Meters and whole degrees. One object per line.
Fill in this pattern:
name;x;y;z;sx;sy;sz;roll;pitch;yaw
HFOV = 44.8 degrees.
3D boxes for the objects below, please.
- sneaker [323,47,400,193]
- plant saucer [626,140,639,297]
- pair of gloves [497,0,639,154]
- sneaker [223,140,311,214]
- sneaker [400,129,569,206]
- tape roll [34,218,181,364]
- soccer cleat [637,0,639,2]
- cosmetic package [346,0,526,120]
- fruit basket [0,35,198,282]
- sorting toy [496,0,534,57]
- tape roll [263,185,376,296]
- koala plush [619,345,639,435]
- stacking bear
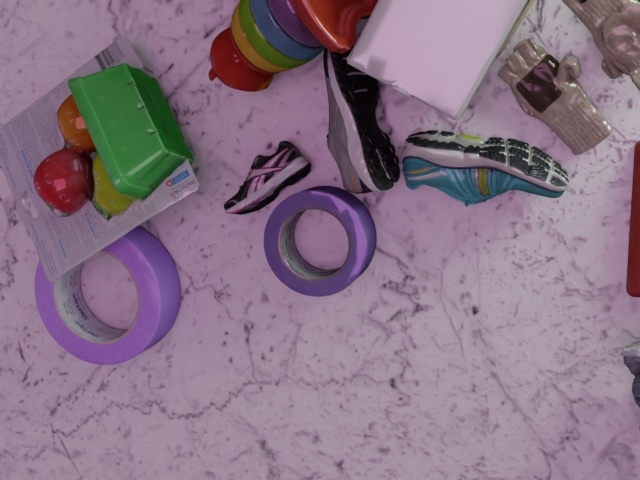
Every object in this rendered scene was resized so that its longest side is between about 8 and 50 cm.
sneaker;0.046;-0.207;1.318;0.108;0.100;0.271;-14;88;48
plant saucer;0.620;-0.025;1.202;0.259;0.048;0.258;2;101;16
pair of gloves;0.413;-0.273;1.201;0.204;0.042;0.240;41;125;1
sneaker;-0.103;-0.113;1.402;0.178;0.072;0.077;-33;78;12
sneaker;0.268;-0.110;1.281;0.275;0.107;0.110;13;123;19
tape roll;-0.416;0.099;1.517;0.275;0.090;0.275;3;102;17
soccer cleat;0.508;-0.378;1.169;0.072;0.060;0.179;22;112;2
cosmetic package;0.215;-0.384;1.152;0.197;0.155;0.365;31;108;5
fruit basket;-0.418;-0.145;1.422;0.353;0.165;0.327;-33;76;21
sorting toy;0.247;-0.416;1.241;0.196;0.047;0.347;33;108;8
tape roll;0.000;0.000;1.377;0.189;0.080;0.189;3;102;17
koala plush;0.587;0.226;1.196;0.221;0.203;0.196;-10;97;30
stacking bear;-0.074;-0.340;1.270;0.164;0.175;0.289;46;138;-19
